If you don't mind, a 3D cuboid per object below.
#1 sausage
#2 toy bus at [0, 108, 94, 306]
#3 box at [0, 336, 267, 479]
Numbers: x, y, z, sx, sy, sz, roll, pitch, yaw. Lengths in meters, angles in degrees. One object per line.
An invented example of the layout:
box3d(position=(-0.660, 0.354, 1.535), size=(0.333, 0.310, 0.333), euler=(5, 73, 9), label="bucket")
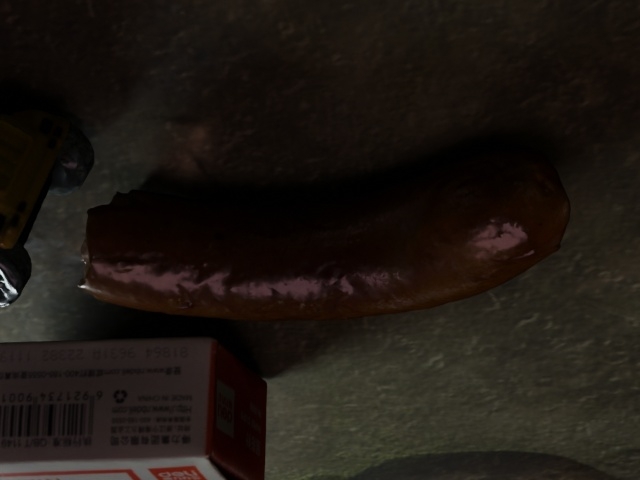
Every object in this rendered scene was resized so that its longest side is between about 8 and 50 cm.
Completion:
box3d(position=(0.002, 0.003, 1.033), size=(0.302, 0.076, 0.103), euler=(-5, 142, 15), label="sausage")
box3d(position=(-0.267, 0.028, 1.080), size=(0.123, 0.121, 0.335), euler=(31, 138, -13), label="toy bus")
box3d(position=(-0.139, 0.129, 1.181), size=(0.182, 0.099, 0.133), euler=(-3, 159, 12), label="box")
